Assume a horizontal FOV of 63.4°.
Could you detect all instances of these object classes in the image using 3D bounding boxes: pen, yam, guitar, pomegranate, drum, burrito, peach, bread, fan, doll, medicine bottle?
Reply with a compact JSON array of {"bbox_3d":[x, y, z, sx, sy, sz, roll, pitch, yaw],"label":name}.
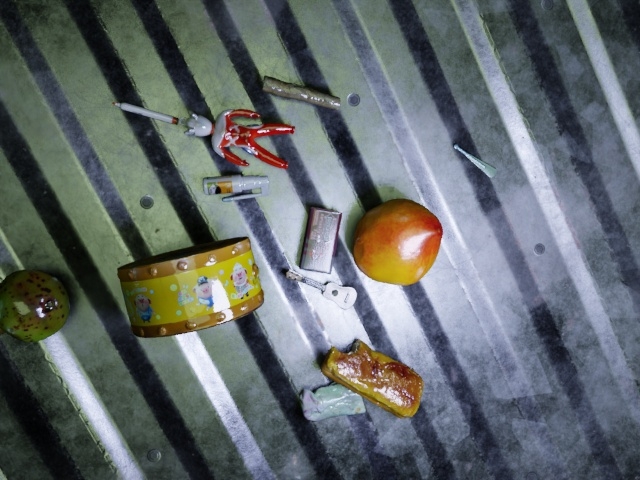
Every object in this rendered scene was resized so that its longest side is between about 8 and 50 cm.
[{"bbox_3d":[-0.585,-0.428,1.729,0.217,0.026,0.026,14,93,-8],"label":"pen"},{"bbox_3d":[-0.064,-0.503,1.770,0.273,0.061,0.061,12,93,-9],"label":"yam"},{"bbox_3d":[-0.001,0.164,1.840,0.271,0.038,0.084,23,91,-11],"label":"guitar"},{"bbox_3d":[-0.957,0.205,1.646,0.285,0.231,0.231,-2,95,4],"label":"pomegranate"},{"bbox_3d":[-0.398,0.135,1.604,0.430,0.431,0.214,-12,96,-6],"label":"drum"},{"bbox_3d":[0.045,0.580,1.858,0.228,0.089,0.144,-14,92,-8],"label":"burrito"},{"bbox_3d":[0.254,0.001,1.729,0.288,0.308,0.289,2,77,-8],"label":"peach"},{"bbox_3d":[0.190,0.470,1.832,0.380,0.109,0.185,31,55,-8],"label":"bread"},{"bbox_3d":[0.562,-0.291,1.886,0.193,0.016,0.038,32,92,-9],"label":"fan"},{"bbox_3d":[-0.282,-0.353,1.743,0.383,0.099,0.189,14,92,-14],"label":"doll"},{"bbox_3d":[-0.287,-0.181,1.773,0.220,0.061,0.092,-6,120,-7],"label":"medicine bottle"}]

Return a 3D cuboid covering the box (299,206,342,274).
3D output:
[{"bbox_3d":[0.000,0.000,1.815,0.120,0.069,0.224,12,92,-8],"label":"box"}]
